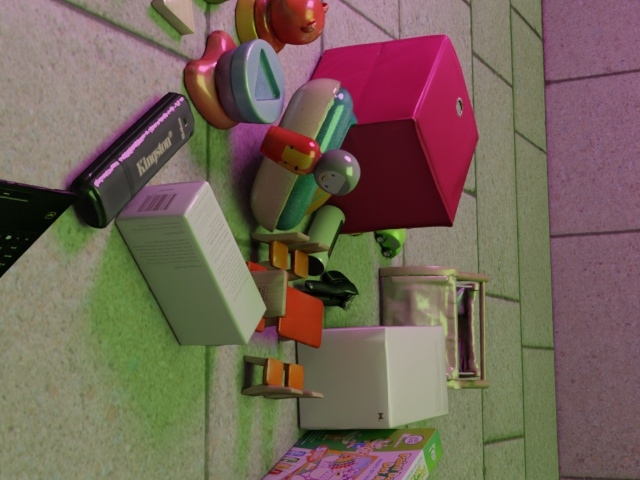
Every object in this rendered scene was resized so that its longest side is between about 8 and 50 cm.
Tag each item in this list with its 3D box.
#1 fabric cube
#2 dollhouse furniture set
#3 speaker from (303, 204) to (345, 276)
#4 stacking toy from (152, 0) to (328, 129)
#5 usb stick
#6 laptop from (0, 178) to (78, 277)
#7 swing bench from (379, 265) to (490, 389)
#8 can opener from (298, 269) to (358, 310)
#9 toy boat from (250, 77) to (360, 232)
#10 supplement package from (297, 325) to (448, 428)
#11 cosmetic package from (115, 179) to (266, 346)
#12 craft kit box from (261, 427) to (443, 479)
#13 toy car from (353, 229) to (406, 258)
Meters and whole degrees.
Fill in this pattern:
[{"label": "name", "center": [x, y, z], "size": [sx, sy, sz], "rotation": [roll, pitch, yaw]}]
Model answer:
[{"label": "fabric cube", "center": [0.122, -0.193, 1.903], "size": [0.258, 0.259, 0.254], "rotation": [-67, 144, -43]}, {"label": "dollhouse furniture set", "center": [-0.057, 0.112, 1.633], "size": [0.259, 0.135, 0.262], "rotation": [27, 63, -60]}, {"label": "speaker", "center": [0.000, 0.000, 1.858], "size": [0.055, 0.055, 0.136], "rotation": [65, 33, -36]}, {"label": "stacking toy", "center": [-0.108, -0.345, 1.605], "size": [0.279, 0.130, 0.309], "rotation": [61, 35, -41]}, {"label": "usb stick", "center": [-0.245, -0.113, 1.388], "size": [0.278, 0.045, 0.077], "rotation": [-58, 136, -51]}, {"label": "laptop", "center": [-0.367, 0.072, 1.010], "size": [0.136, 0.264, 0.234], "rotation": [54, 18, 19]}, {"label": "swing bench", "center": [0.245, 0.189, 2.202], "size": [0.255, 0.165, 0.253], "rotation": [13, 75, -62]}, {"label": "can opener", "center": [0.009, 0.096, 1.877], "size": [0.059, 0.073, 0.186], "rotation": [-59, 155, 17]}, {"label": "toy boat", "center": [-0.013, -0.124, 1.615], "size": [0.318, 0.148, 0.267], "rotation": [-83, -162, -85]}, {"label": "supplement package", "center": [0.101, 0.244, 1.887], "size": [0.293, 0.177, 0.175], "rotation": [8, 79, -64]}, {"label": "cosmetic package", "center": [-0.175, 0.036, 1.430], "size": [0.085, 0.117, 0.231], "rotation": [-63, 141, -45]}, {"label": "craft kit box", "center": [0.043, 0.380, 1.674], "size": [0.250, 0.247, 0.061], "rotation": [-36, 119, -61]}, {"label": "toy car", "center": [0.132, -0.052, 2.133], "size": [0.225, 0.053, 0.239], "rotation": [61, 36, -40]}]
